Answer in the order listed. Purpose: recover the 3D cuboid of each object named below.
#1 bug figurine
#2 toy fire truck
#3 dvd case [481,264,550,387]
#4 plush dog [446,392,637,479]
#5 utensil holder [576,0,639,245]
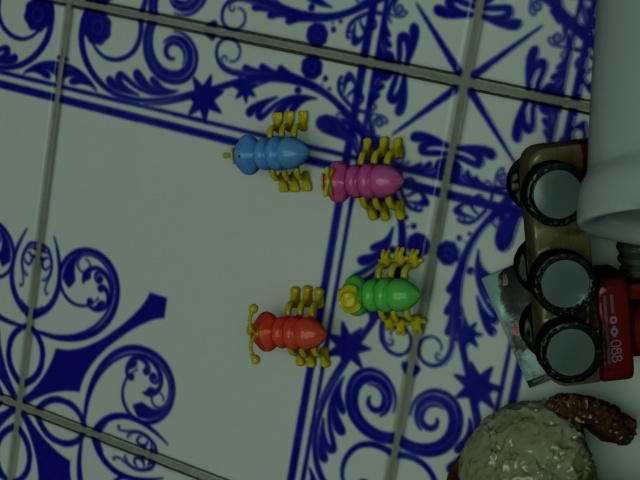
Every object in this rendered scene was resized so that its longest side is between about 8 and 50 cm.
[{"bbox_3d":[0.000,0.000,1.335,0.216,0.072,0.279,-5,94,28],"label":"bug figurine"},{"bbox_3d":[0.305,0.014,1.151,0.246,0.158,0.217,-6,98,0],"label":"toy fire truck"},{"bbox_3d":[0.219,0.075,1.262,0.087,0.013,0.119,-25,86,28],"label":"dvd case"},{"bbox_3d":[0.206,0.261,1.210,0.262,0.210,0.225,-33,58,27],"label":"plush dog"},{"bbox_3d":[0.363,-0.193,0.949,0.327,0.327,0.386,0,82,28],"label":"utensil holder"}]
